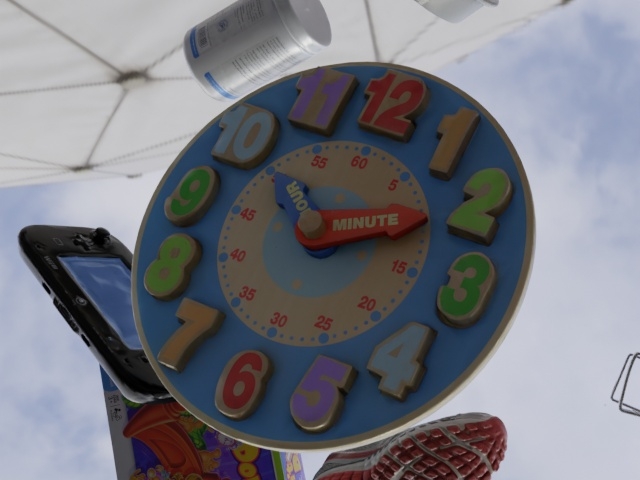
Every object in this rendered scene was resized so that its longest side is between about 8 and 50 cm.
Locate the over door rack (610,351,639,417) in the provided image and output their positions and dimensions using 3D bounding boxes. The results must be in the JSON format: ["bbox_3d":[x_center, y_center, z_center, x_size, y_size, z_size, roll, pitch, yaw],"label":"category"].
[{"bbox_3d":[0.399,0.235,0.970,0.324,0.239,0.108,36,-87,15],"label":"over door rack"}]

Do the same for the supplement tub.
[{"bbox_3d":[-0.053,-0.165,0.859,0.107,0.071,0.071,-23,-104,25],"label":"supplement tub"}]

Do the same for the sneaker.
[{"bbox_3d":[0.078,0.210,1.022,0.225,0.092,0.088,-25,-68,28],"label":"sneaker"}]

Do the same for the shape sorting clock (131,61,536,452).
[{"bbox_3d":[0.000,0.000,0.508,0.206,0.040,0.206,-9,-121,15],"label":"shape sorting clock"}]

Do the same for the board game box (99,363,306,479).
[{"bbox_3d":[-0.143,0.304,1.361,0.233,0.078,0.347,-16,-103,16],"label":"board game box"}]

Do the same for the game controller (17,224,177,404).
[{"bbox_3d":[-0.246,0.085,1.285,0.319,0.166,0.067,44,-74,31],"label":"game controller"}]

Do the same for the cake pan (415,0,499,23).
[{"bbox_3d":[0.101,-0.380,1.309,0.054,0.293,0.293,-45,-108,23],"label":"cake pan"}]
